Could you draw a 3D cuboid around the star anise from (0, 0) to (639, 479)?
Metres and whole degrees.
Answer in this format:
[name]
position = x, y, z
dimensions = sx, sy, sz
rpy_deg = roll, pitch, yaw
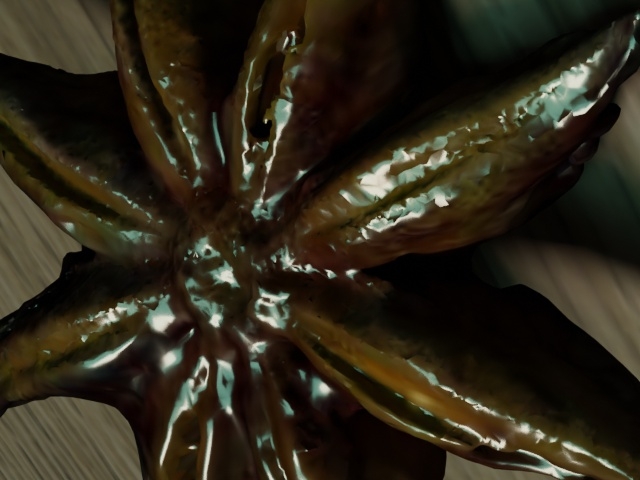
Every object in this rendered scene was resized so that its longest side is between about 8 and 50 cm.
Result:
[star anise]
position = 0.000, 0.000, 0.546
dimensions = 0.272, 0.102, 0.272
rpy_deg = 10, 107, 33
